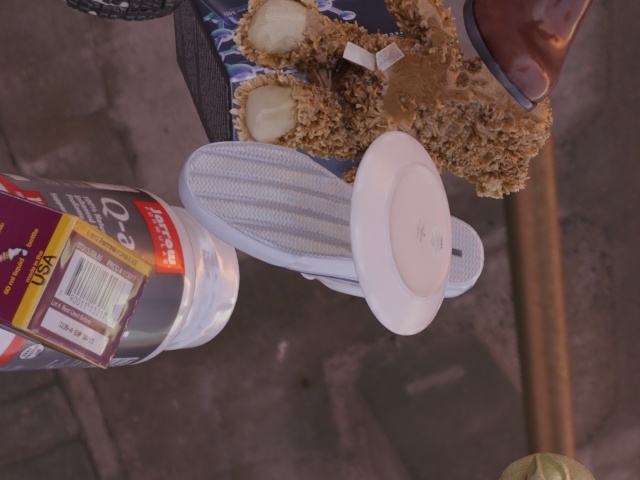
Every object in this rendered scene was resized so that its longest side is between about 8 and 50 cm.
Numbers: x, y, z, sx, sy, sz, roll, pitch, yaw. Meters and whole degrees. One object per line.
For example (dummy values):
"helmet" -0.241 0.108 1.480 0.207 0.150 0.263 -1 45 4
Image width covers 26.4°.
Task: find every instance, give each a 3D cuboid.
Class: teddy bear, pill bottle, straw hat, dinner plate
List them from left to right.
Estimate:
"pill bottle" -0.271 0.037 1.520 0.363 0.210 0.210 3 123 -53
"teddy bear" 0.064 -0.143 1.362 0.338 0.245 0.113 -10 168 -27
"dinner plate" 0.062 -0.006 0.935 0.017 0.141 0.141 -3 137 31
"straw hat" 0.305 0.319 1.813 0.144 0.144 0.061 -18 132 -12

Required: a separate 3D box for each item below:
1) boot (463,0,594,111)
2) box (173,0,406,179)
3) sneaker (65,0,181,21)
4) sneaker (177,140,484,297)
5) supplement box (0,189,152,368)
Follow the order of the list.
"boot" 0.264 -0.252 1.157 0.280 0.264 0.096 -30 112 33
"box" -0.030 -0.263 1.935 0.294 0.395 0.212 -11 131 -13
"sneaker" -0.320 -0.429 1.639 0.410 0.158 0.182 35 64 -6
"sneaker" 0.000 0.000 1.080 0.258 0.094 0.091 21 151 -19
"supplement box" -0.225 0.011 0.922 0.080 0.188 0.104 -67 152 -11
